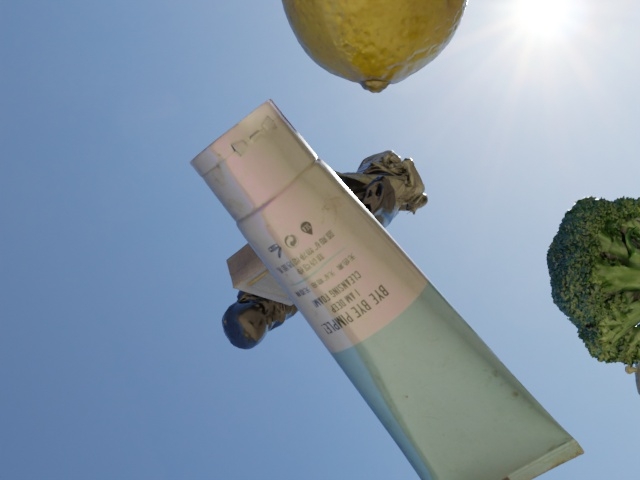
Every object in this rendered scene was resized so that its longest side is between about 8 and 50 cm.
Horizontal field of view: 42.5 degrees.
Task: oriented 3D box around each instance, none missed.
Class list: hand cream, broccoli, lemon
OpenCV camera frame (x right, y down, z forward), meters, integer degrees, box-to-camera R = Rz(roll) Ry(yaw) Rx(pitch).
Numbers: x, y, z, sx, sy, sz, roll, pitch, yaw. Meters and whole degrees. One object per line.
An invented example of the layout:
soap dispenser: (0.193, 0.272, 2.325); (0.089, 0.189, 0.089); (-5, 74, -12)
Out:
hand cream: (0.041, 0.048, 0.548); (0.312, 0.111, 0.070); (52, -162, -9)
broccoli: (0.330, 0.042, 0.917); (0.195, 0.156, 0.195); (-23, -57, -42)
lemon: (0.067, -0.336, 1.049); (0.267, 0.267, 0.267); (0, -90, -43)

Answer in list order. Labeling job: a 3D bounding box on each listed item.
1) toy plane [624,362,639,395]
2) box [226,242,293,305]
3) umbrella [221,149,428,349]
toy plane: (0.575, 0.125, 1.268); (0.108, 0.092, 0.286); (34, -97, 0)
box: (-0.029, 0.019, 0.755); (0.079, 0.083, 0.035); (23, -140, -46)
umbrella: (0.003, -0.002, 1.019); (0.358, 0.113, 0.106); (-43, -54, -37)
